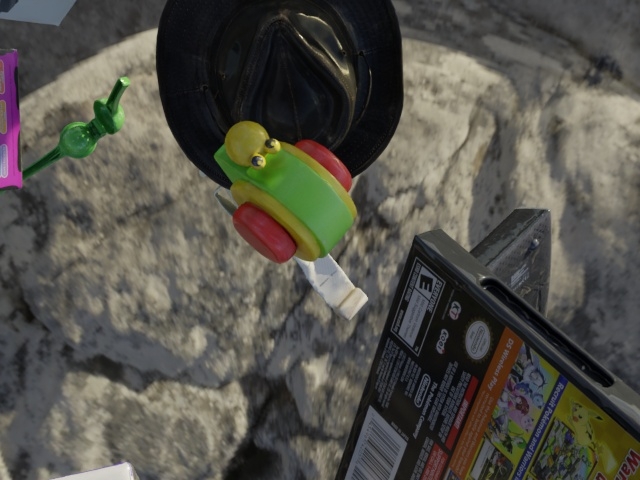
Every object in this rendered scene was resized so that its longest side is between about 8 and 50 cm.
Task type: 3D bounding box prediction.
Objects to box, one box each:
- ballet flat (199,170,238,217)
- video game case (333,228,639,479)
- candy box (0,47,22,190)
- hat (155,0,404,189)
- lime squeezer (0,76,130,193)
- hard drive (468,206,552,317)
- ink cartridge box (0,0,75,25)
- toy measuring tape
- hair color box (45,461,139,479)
[{"bbox_3d":[-0.142,-0.100,1.753,0.086,0.086,0.248,-39,119,-11],"label":"ballet flat"},{"bbox_3d":[0.123,0.171,0.847,0.035,0.274,0.248,-14,43,-37],"label":"video game case"},{"bbox_3d":[-0.429,-0.125,1.191,0.071,0.233,0.159,6,100,35],"label":"candy box"},{"bbox_3d":[-0.044,-0.188,1.319,0.331,0.134,0.331,-1,109,-3],"label":"hat"},{"bbox_3d":[-0.356,-0.156,1.694,0.310,0.110,0.059,-33,105,31],"label":"lime squeezer"},{"bbox_3d":[0.228,0.086,1.445,0.054,0.254,0.172,30,55,32],"label":"hard drive"},{"bbox_3d":[-0.537,-0.467,1.742,0.129,0.307,0.223,-42,67,34],"label":"ink cartridge box"},{"bbox_3d":[0.000,0.000,1.119,0.121,0.330,0.121,-15,49,18],"label":"toy measuring tape"},{"bbox_3d":[-0.263,0.262,0.682,0.339,0.110,0.185,-10,74,-8],"label":"hair color box"}]
